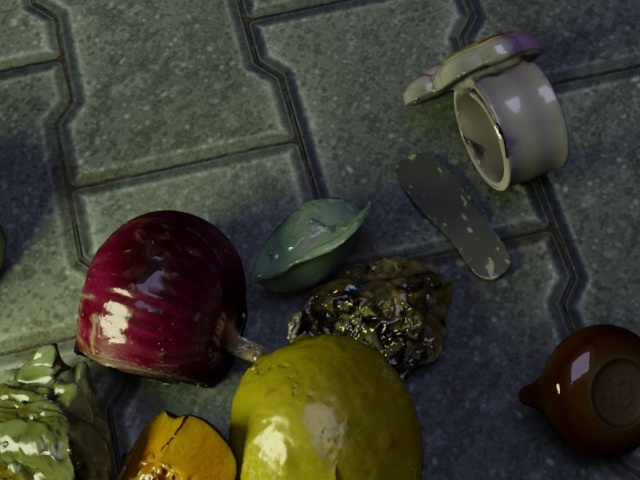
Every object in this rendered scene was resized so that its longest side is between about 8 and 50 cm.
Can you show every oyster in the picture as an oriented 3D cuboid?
[{"bbox_3d":[0.080,0.097,1.904,0.214,0.083,0.223,18,56,8],"label":"oyster"}]

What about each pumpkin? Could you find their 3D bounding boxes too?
[{"bbox_3d":[-0.184,0.287,1.739,0.111,0.278,0.163,24,30,-17],"label":"pumpkin"}]

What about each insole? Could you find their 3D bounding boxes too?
[{"bbox_3d":[0.200,-0.039,2.013,0.081,0.011,0.248,-29,64,-13],"label":"insole"}]

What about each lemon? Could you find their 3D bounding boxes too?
[{"bbox_3d":[0.007,0.263,1.712,0.260,0.260,0.284,10,76,6],"label":"lemon"}]

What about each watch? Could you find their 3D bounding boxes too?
[{"bbox_3d":[0.259,-0.184,2.007,0.210,0.248,0.218,-20,89,-11],"label":"watch"}]

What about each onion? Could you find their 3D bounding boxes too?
[{"bbox_3d":[-0.214,0.076,1.836,0.272,0.230,0.256,-9,61,2],"label":"onion"}]

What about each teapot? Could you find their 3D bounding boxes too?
[{"bbox_3d":[0.392,0.199,1.822,0.252,0.135,0.178,-4,94,-22],"label":"teapot"}]

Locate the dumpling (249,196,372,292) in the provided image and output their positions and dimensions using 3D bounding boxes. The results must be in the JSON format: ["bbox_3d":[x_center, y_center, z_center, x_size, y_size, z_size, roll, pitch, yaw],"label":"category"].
[{"bbox_3d":[-0.009,-0.006,1.912,0.216,0.149,0.105,-38,75,-28],"label":"dumpling"}]

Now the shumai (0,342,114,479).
[{"bbox_3d":[-0.377,0.265,1.784,0.255,0.189,0.218,9,40,14],"label":"shumai"}]

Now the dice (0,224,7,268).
[{"bbox_3d":[-0.577,0.010,1.896,0.194,0.192,0.193,29,64,15],"label":"dice"}]
